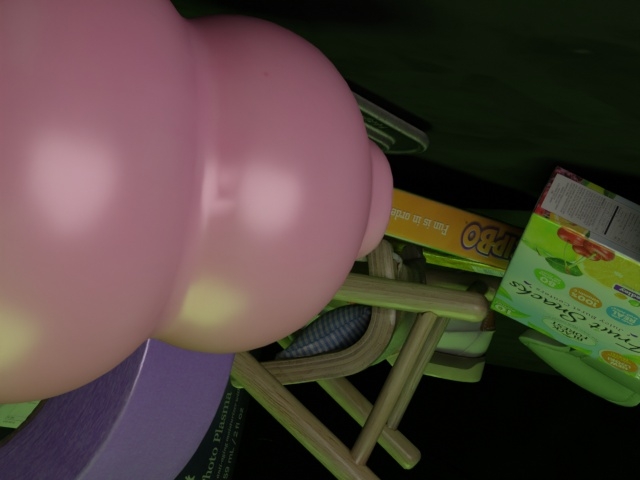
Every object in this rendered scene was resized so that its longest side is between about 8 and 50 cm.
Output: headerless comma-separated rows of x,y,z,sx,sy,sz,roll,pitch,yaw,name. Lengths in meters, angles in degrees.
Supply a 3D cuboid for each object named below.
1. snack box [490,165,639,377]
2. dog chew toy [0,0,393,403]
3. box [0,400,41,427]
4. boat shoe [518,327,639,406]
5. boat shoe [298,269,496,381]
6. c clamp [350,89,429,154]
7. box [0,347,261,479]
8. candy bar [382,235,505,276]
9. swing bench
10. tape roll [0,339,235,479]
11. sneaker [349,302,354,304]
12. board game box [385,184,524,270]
0.160,0.022,0.907,0.100,0.037,0.141,27,157,7,snack box
-0.133,-0.030,0.571,0.331,0.207,0.206,6,177,-21,dog chew toy
-0.276,0.023,1.249,0.290,0.087,0.169,45,-168,29,box
0.251,0.078,1.332,0.114,0.091,0.302,33,174,-7,boat shoe
0.023,0.051,1.500,0.302,0.103,0.113,13,-173,-17,boat shoe
-0.025,-0.070,0.813,0.137,0.022,0.160,1,167,39,c clamp
-0.215,0.122,1.727,0.182,0.296,0.294,9,174,33,box
0.114,0.013,1.336,0.161,0.018,0.040,10,167,20,candy bar
-0.021,0.052,1.125,0.254,0.165,0.253,26,-176,7,swing bench
-0.184,0.035,0.877,0.274,0.275,0.090,9,174,29,tape roll
0.000,0.000,1.355,0.161,0.057,0.075,26,145,28,sneaker
0.028,-0.025,0.987,0.259,0.039,0.124,19,-179,-37,board game box
